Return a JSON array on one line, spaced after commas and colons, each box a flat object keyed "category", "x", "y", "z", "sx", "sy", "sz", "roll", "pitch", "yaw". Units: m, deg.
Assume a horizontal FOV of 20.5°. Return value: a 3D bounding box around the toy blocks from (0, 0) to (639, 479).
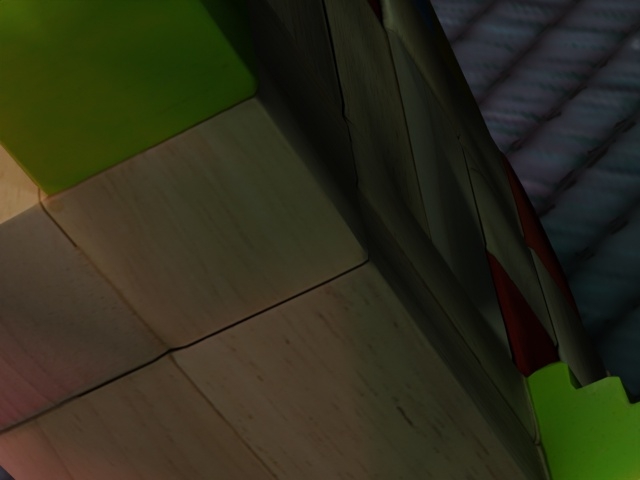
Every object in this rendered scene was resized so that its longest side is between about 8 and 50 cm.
[{"category": "toy blocks", "x": 0.000, "y": 0.000, "z": 0.519, "sx": 0.191, "sy": 0.381, "sz": 0.261, "roll": -26, "pitch": 39, "yaw": 14}]
